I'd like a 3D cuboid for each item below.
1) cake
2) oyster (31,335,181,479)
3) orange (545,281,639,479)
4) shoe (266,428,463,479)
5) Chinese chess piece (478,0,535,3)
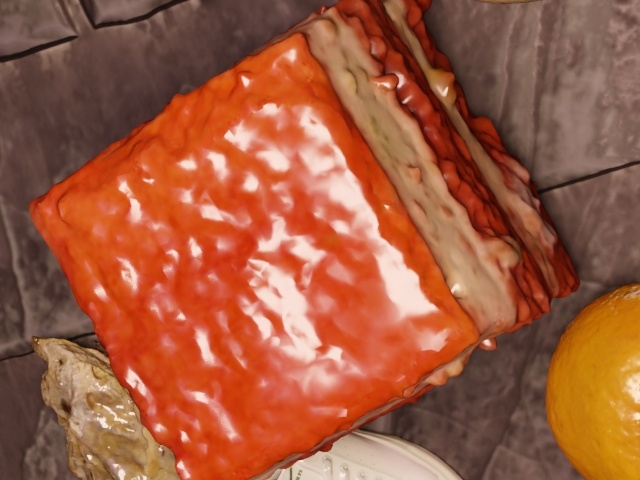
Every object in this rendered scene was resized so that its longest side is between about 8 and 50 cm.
[{"bbox_3d":[0.000,0.000,1.070,0.270,0.319,0.269,-32,90,24],"label":"cake"},{"bbox_3d":[-0.183,0.183,1.315,0.133,0.072,0.209,-1,104,22],"label":"oyster"},{"bbox_3d":[0.255,0.118,1.103,0.178,0.155,0.177,4,98,30],"label":"orange"},{"bbox_3d":[0.003,0.199,1.232,0.265,0.110,0.095,28,109,14],"label":"shoe"},{"bbox_3d":[0.135,-0.296,1.070,0.250,0.103,0.249,5,105,19],"label":"Chinese chess piece"}]
